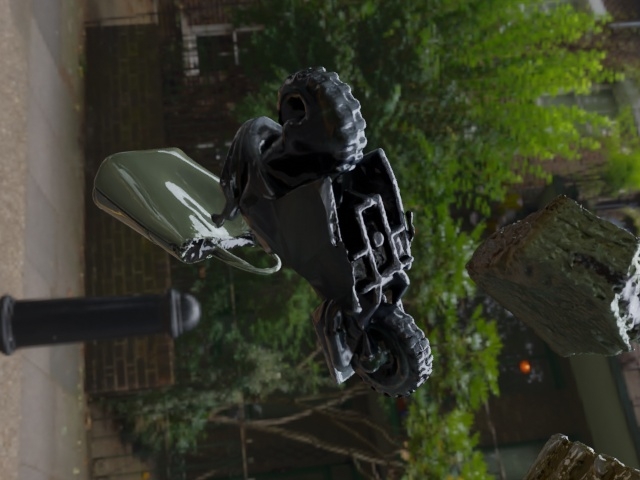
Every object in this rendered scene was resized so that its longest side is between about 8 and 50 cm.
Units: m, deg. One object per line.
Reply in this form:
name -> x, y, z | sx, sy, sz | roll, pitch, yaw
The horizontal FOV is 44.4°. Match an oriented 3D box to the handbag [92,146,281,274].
handbag -> -0.186, -0.045, 1.230 | 0.315, 0.241, 0.109 | 27, -64, 29

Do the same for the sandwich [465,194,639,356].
sandwich -> 0.413, 0.071, 1.293 | 0.262, 0.131, 0.325 | 42, -16, -1

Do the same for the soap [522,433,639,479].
soap -> 0.235, 0.347, 0.799 | 0.274, 0.089, 0.173 | -52, -166, -9

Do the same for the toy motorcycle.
toy motorcycle -> 0.000, 0.000, 0.631 | 0.159, 0.106, 0.271 | 2, -66, 46
